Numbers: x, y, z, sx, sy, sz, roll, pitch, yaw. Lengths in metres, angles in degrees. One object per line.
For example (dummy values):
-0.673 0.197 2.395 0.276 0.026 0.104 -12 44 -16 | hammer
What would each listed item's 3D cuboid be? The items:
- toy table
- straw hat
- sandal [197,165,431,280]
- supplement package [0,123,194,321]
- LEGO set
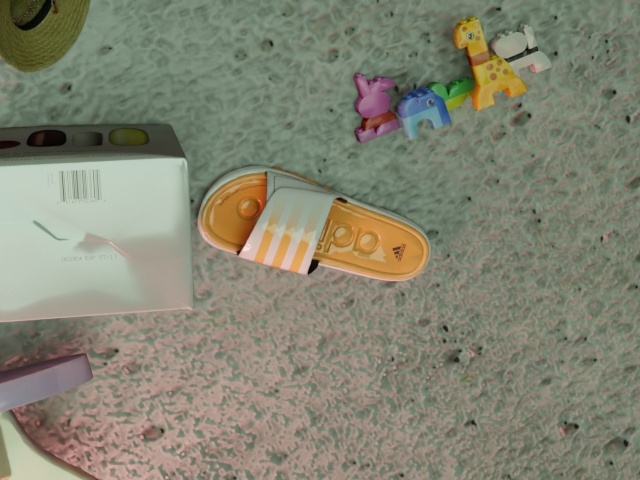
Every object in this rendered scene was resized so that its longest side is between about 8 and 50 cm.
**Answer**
-0.350 0.227 1.140 0.274 0.252 0.161 -14 91 4 | toy table
-0.287 -0.241 1.105 0.061 0.144 0.144 25 101 22 | straw hat
0.004 -0.010 1.221 0.265 0.076 0.102 12 102 -14 | sandal
-0.229 -0.025 1.104 0.194 0.203 0.149 -3 105 -11 | supplement package
0.138 -0.182 1.198 0.227 0.087 0.093 -22 108 -6 | LEGO set
